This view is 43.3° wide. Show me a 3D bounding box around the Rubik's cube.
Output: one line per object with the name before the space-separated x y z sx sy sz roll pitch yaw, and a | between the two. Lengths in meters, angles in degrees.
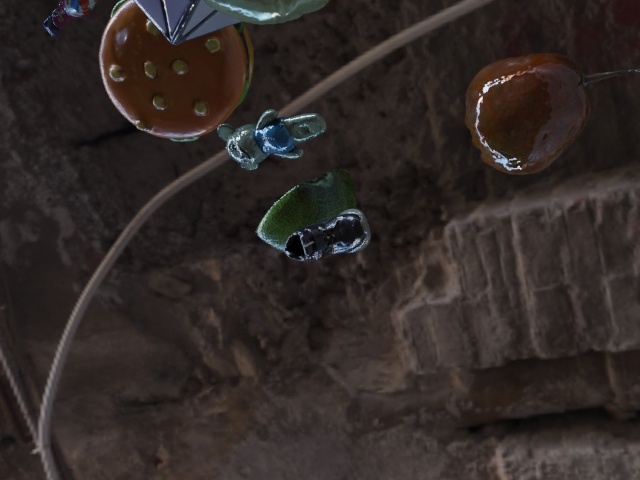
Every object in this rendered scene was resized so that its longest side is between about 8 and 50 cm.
Rubik's cube | -0.259 -0.601 1.677 0.259 0.255 0.260 50 -136 7

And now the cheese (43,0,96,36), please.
cheese | -0.481 -0.458 1.566 0.145 0.038 0.095 -52 -20 -11

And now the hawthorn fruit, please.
hawthorn fruit | 0.255 -0.169 0.965 0.149 0.189 0.149 42 -175 -5

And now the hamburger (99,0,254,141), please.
hamburger | -0.359 -0.461 2.036 0.277 0.396 0.395 -79 -30 -70

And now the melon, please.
melon | 0.002 -0.062 1.857 0.265 0.169 0.129 -26 -109 -27

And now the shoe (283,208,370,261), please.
shoe | 0.000 0.000 1.320 0.099 0.169 0.071 -16 -91 -48

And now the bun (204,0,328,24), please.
bun | -0.053 -0.312 0.778 0.118 0.196 0.195 -109 -6 -64

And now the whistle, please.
whistle | -0.090 -0.189 1.501 0.114 0.236 0.077 56 -136 -27
